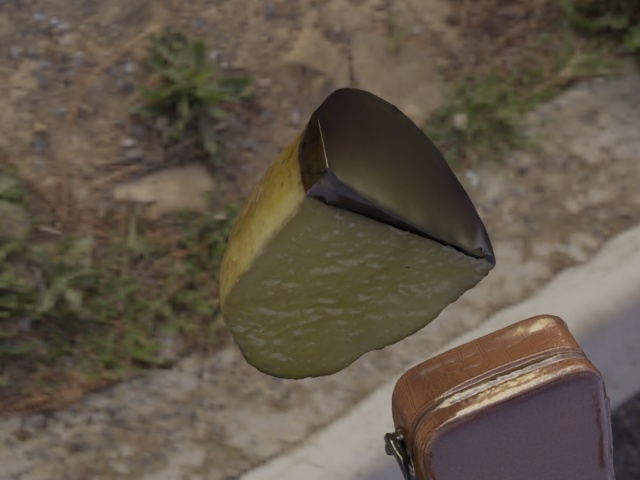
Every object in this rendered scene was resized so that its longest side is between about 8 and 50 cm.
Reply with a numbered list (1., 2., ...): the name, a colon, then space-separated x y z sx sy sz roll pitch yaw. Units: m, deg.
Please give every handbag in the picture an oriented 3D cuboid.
1. handbag: 0.122 0.152 1.153 0.151 0.072 0.193 -17 131 -10

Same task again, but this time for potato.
1. potato: 0.000 0.000 0.674 0.096 0.103 0.066 30 34 -34
